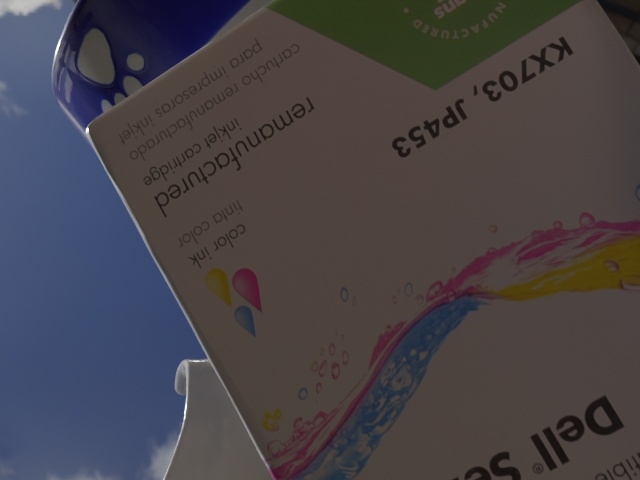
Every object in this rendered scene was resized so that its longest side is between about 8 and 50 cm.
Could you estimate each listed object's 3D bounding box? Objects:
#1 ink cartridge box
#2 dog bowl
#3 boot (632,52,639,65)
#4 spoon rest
[{"bbox_3d":[0.083,0.054,0.395,0.207,0.119,0.354,-32,-99,8],"label":"ink cartridge box"},{"bbox_3d":[-0.034,-0.131,0.592,0.104,0.265,0.265,48,-124,6],"label":"dog bowl"},{"bbox_3d":[0.151,-0.073,0.753,0.161,0.247,0.083,12,-150,-37],"label":"boot"},{"bbox_3d":[-0.078,0.192,0.731,0.137,0.084,0.276,-7,-139,-11],"label":"spoon rest"}]
